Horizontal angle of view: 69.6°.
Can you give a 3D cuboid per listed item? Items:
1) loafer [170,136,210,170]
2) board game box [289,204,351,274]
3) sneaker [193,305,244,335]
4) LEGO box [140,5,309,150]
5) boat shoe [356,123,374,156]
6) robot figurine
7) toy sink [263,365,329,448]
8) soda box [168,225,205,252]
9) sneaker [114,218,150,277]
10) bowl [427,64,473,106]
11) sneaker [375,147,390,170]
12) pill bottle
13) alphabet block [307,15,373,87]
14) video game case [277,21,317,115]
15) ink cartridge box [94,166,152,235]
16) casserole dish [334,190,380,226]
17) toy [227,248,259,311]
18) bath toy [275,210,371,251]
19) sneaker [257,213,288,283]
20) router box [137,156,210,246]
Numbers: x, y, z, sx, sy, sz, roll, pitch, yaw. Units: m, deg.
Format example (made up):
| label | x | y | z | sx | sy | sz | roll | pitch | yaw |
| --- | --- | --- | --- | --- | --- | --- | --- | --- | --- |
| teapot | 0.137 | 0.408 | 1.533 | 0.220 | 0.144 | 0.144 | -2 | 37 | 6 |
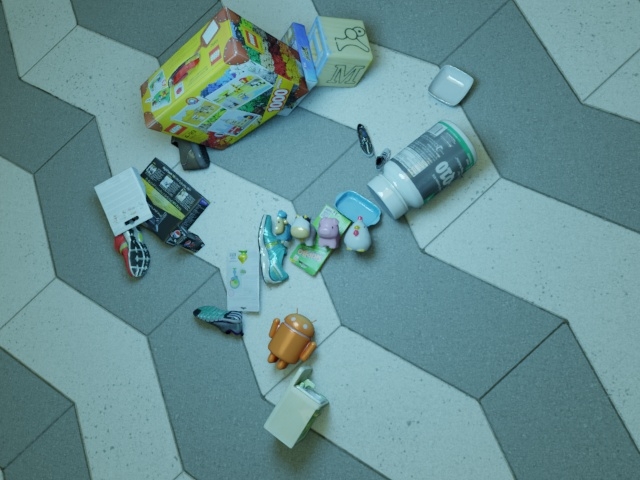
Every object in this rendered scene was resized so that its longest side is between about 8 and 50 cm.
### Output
| label | x | y | z | sx | sy | sz | roll | pitch | yaw |
| --- | --- | --- | --- | --- | --- | --- | --- | --- | --- |
| loafer | -0.590 | -0.456 | 1.956 | 0.130 | 0.134 | 0.365 | -23 | 73 | 6 |
| board game box | 0.000 | 0.000 | 1.774 | 0.124 | 0.039 | 0.259 | 34 | 84 | 18 |
| sneaker | -0.396 | 0.317 | 1.772 | 0.224 | 0.083 | 0.098 | 6 | 113 | 29 |
| LEGO box | -0.359 | -0.566 | 1.716 | 0.501 | 0.373 | 0.193 | -24 | 72 | 34 |
| boat shoe | 0.172 | -0.397 | 1.823 | 0.049 | 0.040 | 0.142 | -21 | 74 | 7 |
| robot figurine | -0.107 | 0.357 | 1.669 | 0.219 | 0.128 | 0.158 | -58 | 35 | -4 |
| toy sink | -0.063 | 0.573 | 1.598 | 0.131 | 0.153 | 0.234 | 31 | 84 | 17 |
| soda box | -0.526 | -0.004 | 1.821 | 0.053 | 0.169 | 0.060 | -41 | 72 | 0 |
| sneaker | -0.799 | 0.036 | 1.925 | 0.118 | 0.107 | 0.278 | -29 | 67 | 21 |
| bowl | 0.502 | -0.590 | 1.787 | 0.142 | 0.053 | 0.142 | 37 | 86 | 18 |
| sneaker | 0.240 | -0.321 | 1.775 | 0.038 | 0.069 | 0.098 | 21 | 83 | 16 |
| pill bottle | 0.360 | -0.249 | 1.663 | 0.361 | 0.204 | 0.204 | -38 | 72 | 3 |
| alphabet block | 0.063 | -0.734 | 1.808 | 0.197 | 0.193 | 0.192 | -5 | 75 | -23 |
| video game case | -0.121 | -0.687 | 1.866 | 0.061 | 0.244 | 0.269 | -2 | 73 | -33 |
| ink cartridge box | -0.804 | -0.159 | 1.904 | 0.189 | 0.066 | 0.232 | -26 | 88 | 7 |
| casserole dish | 0.139 | -0.114 | 1.753 | 0.188 | 0.037 | 0.114 | 36 | 64 | 18 |
| toy | -0.291 | 0.153 | 1.788 | 0.137 | 0.056 | 0.237 | -2 | 89 | 20 |
| bath toy | 0.014 | -0.037 | 1.683 | 0.349 | 0.151 | 0.128 | 6 | 94 | 12 |
| sneaker | -0.186 | 0.031 | 1.791 | 0.110 | 0.107 | 0.275 | -7 | 80 | -9 |
| router box | -0.654 | -0.165 | 1.933 | 0.309 | 0.081 | 0.243 | 40 | 89 | 18 |
